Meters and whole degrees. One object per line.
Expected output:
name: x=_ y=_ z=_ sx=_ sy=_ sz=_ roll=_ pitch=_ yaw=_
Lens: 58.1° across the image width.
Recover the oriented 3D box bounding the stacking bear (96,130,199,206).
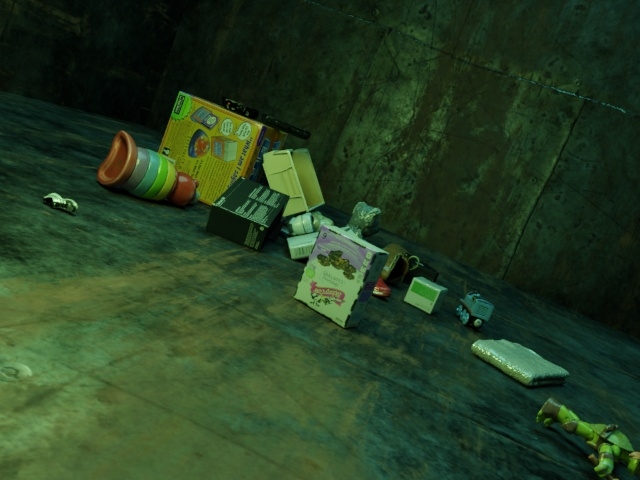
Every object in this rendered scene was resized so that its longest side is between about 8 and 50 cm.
stacking bear: x=-0.526 y=-0.199 z=1.839 sx=0.289 sy=0.175 sz=0.164 roll=24 pitch=8 yaw=-45

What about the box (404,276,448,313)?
box: x=0.346 y=0.179 z=1.891 sx=0.101 sy=0.087 sz=0.102 roll=26 pitch=10 yaw=25

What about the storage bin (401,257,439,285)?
storage bin: x=0.377 y=0.127 z=2.289 sx=0.122 sy=0.084 sz=0.180 roll=20 pitch=8 yaw=-15

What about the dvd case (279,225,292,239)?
dvd case: x=-0.055 y=0.002 z=2.157 sx=0.239 sy=0.029 sz=0.179 roll=28 pitch=10 yaw=29

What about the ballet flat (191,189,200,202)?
ballet flat: x=-0.478 y=-0.171 z=2.060 sx=0.079 sy=0.077 sz=0.221 roll=40 pitch=-3 yaw=-36

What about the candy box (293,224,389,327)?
candy box: x=0.047 y=0.084 z=1.372 sx=0.165 sy=0.196 sz=0.070 roll=27 pitch=11 yaw=31

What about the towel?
towel: x=0.559 y=0.337 z=1.597 sx=0.282 sy=0.049 sz=0.187 roll=12 pitch=13 yaw=-48

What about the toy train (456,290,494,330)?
toy train: x=0.516 y=0.231 z=1.933 sx=0.080 sy=0.105 sz=0.184 roll=22 pitch=9 yaw=-2

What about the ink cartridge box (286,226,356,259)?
ink cartridge box: x=0.000 y=0.000 z=1.924 sx=0.223 sy=0.045 sz=0.224 roll=-11 pitch=12 yaw=-5

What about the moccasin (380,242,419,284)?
moccasin: x=0.258 y=0.090 z=2.058 sx=0.147 sy=0.139 sz=0.380 roll=32 pitch=9 yaw=19

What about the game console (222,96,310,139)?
game console: x=-0.209 y=-0.474 z=2.248 sx=0.361 sy=0.044 sz=0.213 roll=22 pitch=10 yaw=-6

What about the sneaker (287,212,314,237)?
sneaker: x=-0.072 y=-0.053 z=2.063 sx=0.091 sy=0.094 sz=0.258 roll=-9 pitch=-6 yaw=1

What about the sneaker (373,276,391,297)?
sneaker: x=0.152 y=0.087 z=1.834 sx=0.221 sy=0.128 sz=0.087 roll=29 pitch=11 yaw=39

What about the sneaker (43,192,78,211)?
sneaker: x=-0.608 y=-0.083 z=1.345 sx=0.083 sy=0.032 sz=0.037 roll=19 pitch=22 yaw=13

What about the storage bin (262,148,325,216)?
storage bin: x=-0.106 y=-0.240 z=2.312 sx=0.123 sy=0.260 sz=0.262 roll=-15 pitch=6 yaw=17

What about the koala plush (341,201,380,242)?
koala plush: x=0.153 y=-0.042 z=2.250 sx=0.203 sy=0.221 sz=0.196 roll=24 pitch=7 yaw=-19

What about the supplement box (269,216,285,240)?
supplement box: x=-0.227 y=-0.073 z=2.017 sx=0.188 sy=0.081 sz=0.104 roll=21 pitch=9 yaw=-1

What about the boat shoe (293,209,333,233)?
boat shoe: x=-0.053 y=-0.080 z=2.329 sx=0.098 sy=0.109 sz=0.302 roll=23 pitch=2 yaw=-27

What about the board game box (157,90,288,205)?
board game box: x=-0.394 y=-0.341 z=2.305 sx=0.356 sy=0.356 sz=0.356 roll=24 pitch=9 yaw=9

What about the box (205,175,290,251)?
box: x=-0.226 y=-0.091 z=1.830 sx=0.184 sy=0.103 sz=0.261 roll=25 pitch=28 yaw=1

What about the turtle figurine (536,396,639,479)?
turtle figurine: x=0.536 y=0.387 z=1.114 sx=0.217 sy=0.087 sz=0.269 roll=30 pitch=12 yaw=40
